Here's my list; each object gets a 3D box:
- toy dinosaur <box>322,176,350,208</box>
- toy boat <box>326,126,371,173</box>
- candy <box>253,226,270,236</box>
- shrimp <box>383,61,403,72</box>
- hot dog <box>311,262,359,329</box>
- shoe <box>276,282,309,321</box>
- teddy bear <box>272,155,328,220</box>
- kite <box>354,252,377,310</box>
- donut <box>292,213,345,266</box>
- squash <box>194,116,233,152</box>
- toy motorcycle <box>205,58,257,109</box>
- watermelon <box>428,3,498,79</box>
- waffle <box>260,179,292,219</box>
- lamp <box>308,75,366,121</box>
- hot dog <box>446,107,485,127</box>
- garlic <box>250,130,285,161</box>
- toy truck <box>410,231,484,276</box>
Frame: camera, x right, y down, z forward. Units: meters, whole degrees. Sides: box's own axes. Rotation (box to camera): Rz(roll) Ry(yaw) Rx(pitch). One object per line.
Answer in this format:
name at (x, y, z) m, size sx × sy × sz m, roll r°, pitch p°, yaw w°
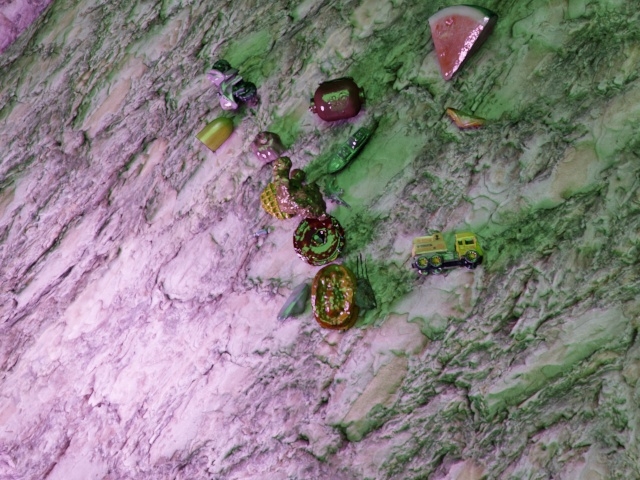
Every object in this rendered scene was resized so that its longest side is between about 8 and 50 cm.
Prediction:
toy dinosaur at (0.068, -0.201, 1.872) m, size 0.082 × 0.039 × 0.209 m, roll -44°, pitch 61°, yaw 4°
toy boat at (0.119, -0.396, 1.883) m, size 0.078 × 0.085 × 0.260 m, roll 42°, pitch 89°, yaw 17°
candy at (-0.263, -0.040, 1.924) m, size 0.083 × 0.020 × 0.030 m, roll -12°, pitch 75°, yaw 12°
shrimp at (0.336, -0.794, 1.955) m, size 0.092 × 0.029 × 0.038 m, roll -9°, pitch 84°, yaw 17°
hot dog at (0.063, 0.226, 1.737) m, size 0.195 × 0.122 × 0.273 m, roll 1°, pitch 79°, yaw 6°
shoe at (-0.103, 0.273, 1.800) m, size 0.078 × 0.079 × 0.195 m, roll 43°, pitch 80°, yaw -17°
teddy bear at (-0.083, -0.223, 1.782) m, size 0.222 × 0.246 × 0.296 m, roll -13°, pitch 61°, yaw 35°
kite at (0.177, 0.164, 1.735) m, size 0.015 × 0.141 × 0.245 m, roll -23°, pitch 63°, yaw 36°
donut at (0.000, 0.000, 1.818) m, size 0.234 × 0.089 × 0.235 m, roll -3°, pitch 76°, yaw 13°
squash at (-0.494, -0.517, 2.036) m, size 0.186 × 0.123 × 0.123 m, roll -42°, pitch 72°, yaw 2°
toy motorcycle at (-0.454, -0.751, 2.069) m, size 0.188 × 0.143 × 0.327 m, roll -45°, pitch 65°, yaw 0°
watermelon at (0.586, -0.873, 1.803) m, size 0.282 × 0.250 × 0.293 m, roll 12°, pitch 78°, yaw 20°
waffle at (-0.185, -0.181, 1.923) m, size 0.194 × 0.051 × 0.149 m, roll 32°, pitch 88°, yaw 18°
lamp at (0.072, -0.628, 1.899) m, size 0.257 × 0.180 × 0.180 m, roll -7°, pitch 76°, yaw 10°
hot dog at (0.607, -0.511, 1.806) m, size 0.168 × 0.078 × 0.061 m, roll 26°, pitch 124°, yaw 18°
garlic at (-0.248, -0.438, 1.969) m, size 0.159 × 0.102 × 0.147 m, roll 36°, pitch 89°, yaw 18°
toy truck at (0.491, 0.043, 1.682) m, size 0.272 × 0.124 × 0.157 m, roll -9°, pitch 66°, yaw 14°
